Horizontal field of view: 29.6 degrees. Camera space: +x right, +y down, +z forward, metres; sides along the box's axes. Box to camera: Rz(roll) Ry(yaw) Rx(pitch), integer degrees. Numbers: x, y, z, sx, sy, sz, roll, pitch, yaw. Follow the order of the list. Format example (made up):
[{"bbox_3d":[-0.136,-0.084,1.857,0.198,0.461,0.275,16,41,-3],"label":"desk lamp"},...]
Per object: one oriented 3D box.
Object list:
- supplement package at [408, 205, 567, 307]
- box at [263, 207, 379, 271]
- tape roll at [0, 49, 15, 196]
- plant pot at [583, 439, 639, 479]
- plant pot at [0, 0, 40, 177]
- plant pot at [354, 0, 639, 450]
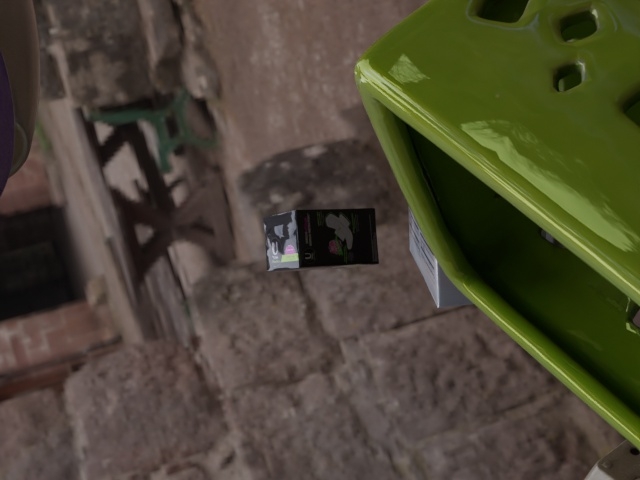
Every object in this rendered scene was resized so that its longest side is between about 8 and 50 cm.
[{"bbox_3d":[0.217,-0.082,1.490,0.198,0.199,0.263,-106,12,-69],"label":"supplement package"},{"bbox_3d":[0.000,0.000,1.074,0.062,0.083,0.052,-10,82,58],"label":"box"},{"bbox_3d":[-0.336,-0.117,0.838,0.275,0.090,0.275,46,-145,-47],"label":"tape roll"},{"bbox_3d":[0.275,0.222,1.014,0.109,0.109,0.096,36,143,39],"label":"plant pot"},{"bbox_3d":[-0.465,-0.202,1.565,0.257,0.256,0.274,89,158,-47],"label":"plant pot"},{"bbox_3d":[0.181,-0.032,0.551,0.227,0.207,0.228,43,174,30],"label":"plant pot"}]
